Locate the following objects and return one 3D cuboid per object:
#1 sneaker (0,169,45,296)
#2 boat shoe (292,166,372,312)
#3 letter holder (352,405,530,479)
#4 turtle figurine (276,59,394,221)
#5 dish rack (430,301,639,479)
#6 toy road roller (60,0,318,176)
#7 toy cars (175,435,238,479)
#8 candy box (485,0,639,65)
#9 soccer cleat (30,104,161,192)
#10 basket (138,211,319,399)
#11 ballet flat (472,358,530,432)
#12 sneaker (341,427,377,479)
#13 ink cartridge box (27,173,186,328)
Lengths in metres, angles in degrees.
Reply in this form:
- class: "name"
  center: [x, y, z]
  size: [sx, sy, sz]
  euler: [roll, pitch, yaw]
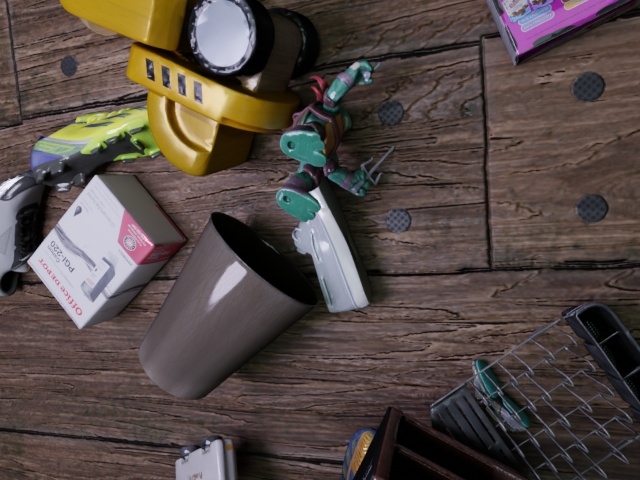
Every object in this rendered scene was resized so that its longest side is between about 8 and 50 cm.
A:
- class: "sneaker"
  center: [-0.553, -0.013, 0.880]
  size: [0.108, 0.100, 0.271]
  euler: [35, 109, -3]
- class: "boat shoe"
  center: [0.000, 0.000, 0.701]
  size: [0.081, 0.079, 0.227]
  euler: [-21, 93, 15]
- class: "letter holder"
  center: [0.109, 0.399, 0.565]
  size: [0.215, 0.152, 0.301]
  euler: [25, 104, 10]
- class: "turtle figurine"
  center: [0.017, -0.134, 0.636]
  size: [0.118, 0.234, 0.175]
  euler: [4, 125, 24]
- class: "dish rack"
  center: [0.287, 0.227, 0.611]
  size: [0.272, 0.074, 0.208]
  euler: [-34, 85, 2]
- class: "toy road roller"
  center: [-0.185, -0.239, 0.675]
  size: [0.330, 0.202, 0.240]
  euler: [27, 114, 12]
- class: "toy cars"
  center: [-0.200, 0.478, 0.813]
  size: [0.176, 0.087, 0.393]
  euler: [35, 111, 53]
- class: "candy box"
  center: [0.265, -0.356, 0.577]
  size: [0.159, 0.071, 0.233]
  euler: [-23, 90, 19]
- class: "soccer cleat"
  center: [-0.352, -0.177, 0.791]
  size: [0.289, 0.093, 0.121]
  euler: [-19, 67, 14]
- class: "basket"
  center: [-0.148, 0.109, 0.711]
  size: [0.204, 0.154, 0.226]
  euler: [42, 102, 16]
- class: "ballet flat"
  center: [0.239, 0.219, 0.672]
  size: [0.041, 0.041, 0.114]
  euler: [-40, 83, 18]
- class: "sneaker"
  center: [0.092, 0.420, 0.722]
  size: [0.131, 0.112, 0.296]
  euler: [5, 101, 0]
- class: "ink cartridge box"
  center: [-0.361, 0.018, 0.814]
  size: [0.218, 0.092, 0.158]
  euler: [-44, 82, 19]
